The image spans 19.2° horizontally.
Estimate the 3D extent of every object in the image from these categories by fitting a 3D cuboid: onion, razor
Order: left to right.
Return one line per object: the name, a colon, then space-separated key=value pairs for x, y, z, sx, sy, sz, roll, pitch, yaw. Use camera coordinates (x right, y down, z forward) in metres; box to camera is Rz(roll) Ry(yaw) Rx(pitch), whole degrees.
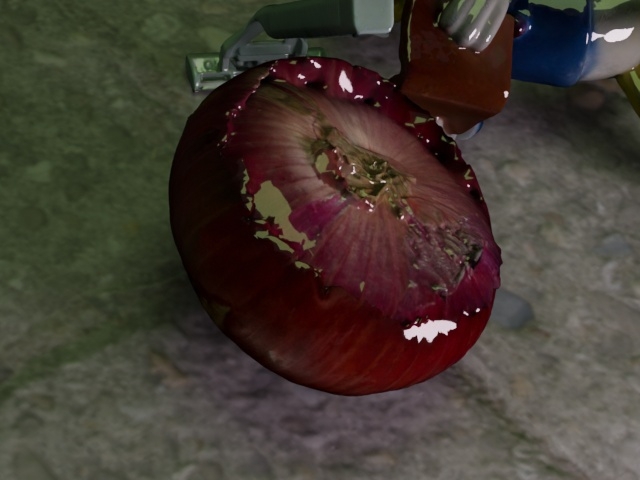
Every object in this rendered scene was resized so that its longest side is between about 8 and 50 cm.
razor: x=-0.009 y=-0.148 z=1.313 sx=0.111 sy=0.278 sz=0.056 roll=-4 pitch=88 yaw=-18
onion: x=0.008 y=-0.004 z=1.219 sx=0.248 sy=0.161 sz=0.248 roll=10 pitch=43 yaw=-9

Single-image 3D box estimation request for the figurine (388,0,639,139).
figurine: x=0.118 y=-0.149 z=1.410 sx=0.338 sy=0.204 sz=0.283 roll=30 pitch=41 yaw=35
